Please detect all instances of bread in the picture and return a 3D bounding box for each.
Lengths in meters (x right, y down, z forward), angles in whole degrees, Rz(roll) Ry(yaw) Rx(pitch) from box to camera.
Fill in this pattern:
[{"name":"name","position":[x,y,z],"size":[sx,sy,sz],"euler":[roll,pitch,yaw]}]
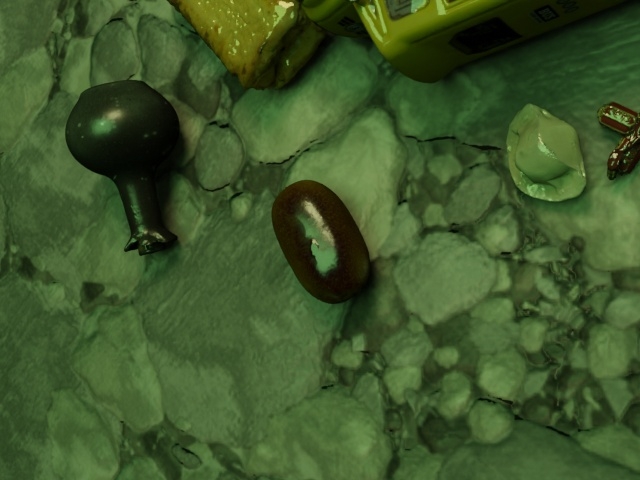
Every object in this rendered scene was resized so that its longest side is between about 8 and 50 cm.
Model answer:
[{"name":"bread","position":[-0.086,-0.249,0.733],"size":[0.114,0.083,0.211],"euler":[-47,66,22]}]

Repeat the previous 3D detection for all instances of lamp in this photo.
[{"name":"lamp","position":[0.263,-0.086,0.558],"size":[0.083,0.031,0.063],"euler":[-10,81,23]}]

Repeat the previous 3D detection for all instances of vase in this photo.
[{"name":"vase","position":[-0.202,-0.075,0.770],"size":[0.120,0.120,0.183],"euler":[-10,94,27]}]

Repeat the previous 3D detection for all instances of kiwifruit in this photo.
[{"name":"kiwifruit","position":[0.000,0.000,0.669],"size":[0.075,0.075,0.125],"euler":[-38,74,20]}]

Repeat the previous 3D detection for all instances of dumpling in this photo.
[{"name":"dumpling","position":[0.186,-0.070,0.596],"size":[0.076,0.057,0.052],"euler":[36,64,1]}]

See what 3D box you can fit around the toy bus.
[{"name":"toy bus","position":[0.130,-0.229,0.567],"size":[0.331,0.145,0.151],"euler":[-17,82,32]}]
